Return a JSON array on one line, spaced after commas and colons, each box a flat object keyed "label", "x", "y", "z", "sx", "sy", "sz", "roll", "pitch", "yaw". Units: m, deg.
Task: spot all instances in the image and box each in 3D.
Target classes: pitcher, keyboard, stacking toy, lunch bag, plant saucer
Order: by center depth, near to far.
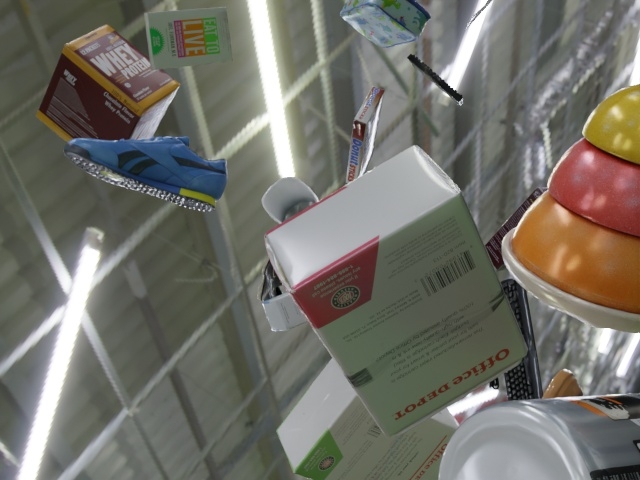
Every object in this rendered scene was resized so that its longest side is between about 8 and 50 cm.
[{"label": "plant saucer", "x": 0.335, "y": 0.286, "z": 1.257, "sx": 0.200, "sy": 0.037, "sz": 0.200, "roll": -40, "pitch": -40, "yaw": -44}, {"label": "stacking toy", "x": 0.507, "y": -0.124, "z": 1.368, "sx": 0.350, "sy": 0.350, "sz": 0.480, "roll": -25, "pitch": -48, "yaw": -51}, {"label": "pitcher", "x": 0.000, "y": 0.000, "z": 1.551, "sx": 0.125, "sy": 0.177, "sz": 0.207, "roll": -42, "pitch": -39, "yaw": -8}, {"label": "keyboard", "x": 0.419, "y": 0.252, "z": 1.941, "sx": 0.201, "sy": 0.033, "sz": 0.317, "roll": 136, "pitch": 133, "yaw": -62}, {"label": "lunch bag", "x": 0.162, "y": -0.562, "z": 2.167, "sx": 0.176, "sy": 0.219, "sz": 0.090, "roll": 32, "pitch": -97, "yaw": -22}, {"label": "keyboard", "x": 0.299, "y": -0.419, "z": 2.240, "sx": 0.023, "sy": 0.180, "sz": 0.108, "roll": -50, "pitch": -10, "yaw": 9}]

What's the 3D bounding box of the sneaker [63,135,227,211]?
[{"label": "sneaker", "x": -0.222, "y": -0.105, "z": 1.120, "sx": 0.069, "sy": 0.209, "sz": 0.082, "roll": 161, "pitch": 125, "yaw": -71}]

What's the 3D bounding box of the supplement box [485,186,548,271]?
[{"label": "supplement box", "x": 0.511, "y": -0.029, "z": 2.106, "sx": 0.130, "sy": 0.073, "sz": 0.239, "roll": -8, "pitch": -35, "yaw": -40}]

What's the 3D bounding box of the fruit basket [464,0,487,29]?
[{"label": "fruit basket", "x": 0.401, "y": -0.562, "z": 1.592, "sx": 0.353, "sy": 0.165, "sz": 0.327, "roll": -43, "pitch": 1, "yaw": 1}]

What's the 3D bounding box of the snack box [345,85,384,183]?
[{"label": "snack box", "x": 0.064, "y": -0.150, "z": 1.271, "sx": 0.064, "sy": 0.022, "sz": 0.178, "roll": -62, "pitch": -10, "yaw": -24}]

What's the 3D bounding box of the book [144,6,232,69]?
[{"label": "book", "x": -0.230, "y": -0.354, "z": 1.510, "sx": 0.144, "sy": 0.035, "sz": 0.096, "roll": -13, "pitch": -72, "yaw": -25}]

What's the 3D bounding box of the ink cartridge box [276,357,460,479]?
[{"label": "ink cartridge box", "x": 0.121, "y": 0.372, "z": 1.631, "sx": 0.353, "sy": 0.119, "sz": 0.207, "roll": 29, "pitch": -75, "yaw": -33}]

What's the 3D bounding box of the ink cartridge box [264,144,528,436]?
[{"label": "ink cartridge box", "x": 0.093, "y": 0.067, "z": 0.997, "sx": 0.207, "sy": 0.117, "sz": 0.283, "roll": -31, "pitch": -51, "yaw": 0}]

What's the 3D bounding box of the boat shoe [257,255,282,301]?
[{"label": "boat shoe", "x": -0.105, "y": 0.084, "z": 2.128, "sx": 0.075, "sy": 0.064, "sz": 0.206, "roll": -54, "pitch": -14, "yaw": -43}]

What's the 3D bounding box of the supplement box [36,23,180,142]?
[{"label": "supplement box", "x": -0.411, "y": -0.271, "z": 1.677, "sx": 0.194, "sy": 0.191, "sz": 0.129, "roll": -51, "pitch": -1, "yaw": 40}]

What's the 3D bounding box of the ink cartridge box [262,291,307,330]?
[{"label": "ink cartridge box", "x": -0.017, "y": 0.094, "z": 1.327, "sx": 0.122, "sy": 0.052, "sz": 0.088, "roll": -19, "pitch": 0, "yaw": -19}]

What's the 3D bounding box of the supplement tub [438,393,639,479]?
[{"label": "supplement tub", "x": 0.283, "y": 0.252, "z": 0.865, "sx": 0.316, "sy": 0.193, "sz": 0.194, "roll": 7, "pitch": -72, "yaw": -41}]
